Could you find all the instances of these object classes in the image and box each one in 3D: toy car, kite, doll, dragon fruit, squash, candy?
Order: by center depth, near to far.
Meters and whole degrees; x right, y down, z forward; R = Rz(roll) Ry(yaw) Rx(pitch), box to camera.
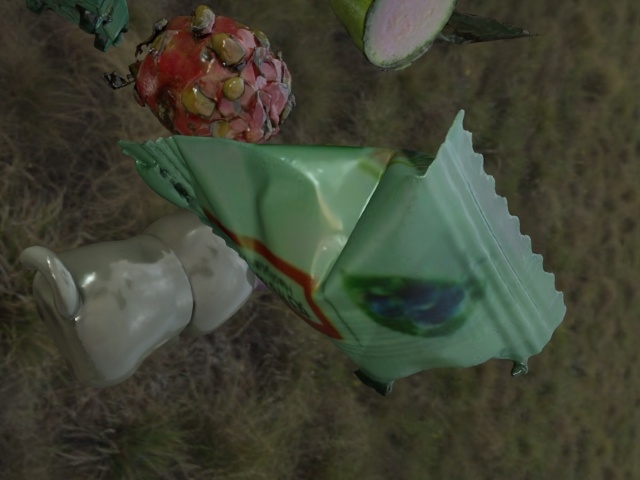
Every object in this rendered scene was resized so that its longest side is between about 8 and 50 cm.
[{"bbox_3d":[0.036,-0.217,0.660,0.105,0.132,0.105,-30,148,-22],"label":"squash"},{"bbox_3d":[0.003,-0.005,0.779,0.172,0.398,0.263,-51,133,-25],"label":"candy"},{"bbox_3d":[0.106,-0.259,0.907,0.268,0.323,0.013,8,105,-63],"label":"kite"},{"bbox_3d":[-0.296,-0.307,0.971,0.097,0.141,0.321,-62,-168,1],"label":"toy car"},{"bbox_3d":[-0.275,0.080,1.255,0.370,0.215,0.226,-17,149,-44],"label":"doll"},{"bbox_3d":[-0.182,-0.267,1.381,0.250,0.291,0.269,-48,123,3],"label":"dragon fruit"}]
